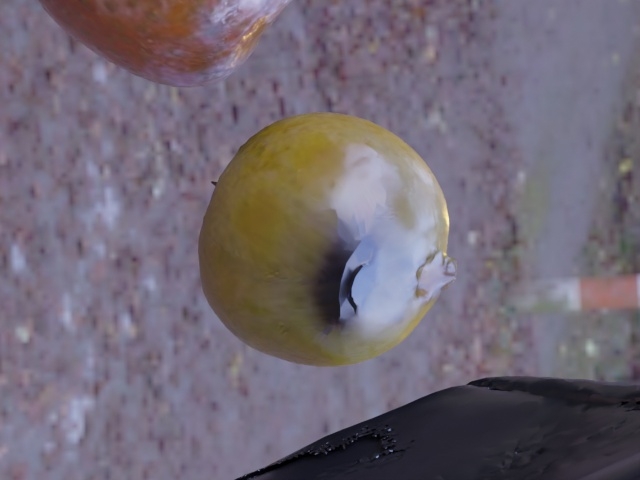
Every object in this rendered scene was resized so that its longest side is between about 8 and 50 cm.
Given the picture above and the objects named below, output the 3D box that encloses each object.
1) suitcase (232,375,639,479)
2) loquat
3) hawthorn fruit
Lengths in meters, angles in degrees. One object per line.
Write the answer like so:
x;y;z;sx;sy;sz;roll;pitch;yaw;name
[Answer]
0.014;0.167;0.499;0.188;0.339;0.345;71;-17;-4;suitcase
0.000;0.000;1.007;0.137;0.163;0.163;-44;127;-55;loquat
-0.125;-0.247;1.349;0.231;0.263;0.235;-50;166;-33;hawthorn fruit
